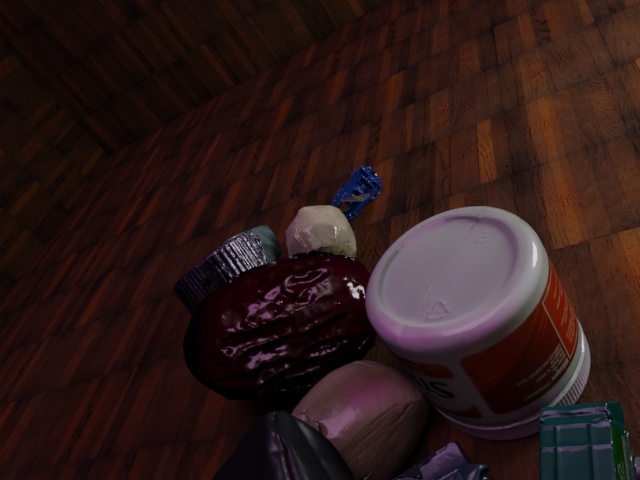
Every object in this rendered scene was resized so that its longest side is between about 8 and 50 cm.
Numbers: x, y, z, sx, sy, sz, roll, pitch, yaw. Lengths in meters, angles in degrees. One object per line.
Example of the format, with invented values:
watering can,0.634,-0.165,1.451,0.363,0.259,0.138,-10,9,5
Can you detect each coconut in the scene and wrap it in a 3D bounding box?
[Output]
coconut,-0.002,-0.002,1.265,0.161,0.161,0.162,-31,40,11

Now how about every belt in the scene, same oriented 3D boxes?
belt,-0.209,0.068,1.307,0.260,0.122,0.325,-36,-2,-8

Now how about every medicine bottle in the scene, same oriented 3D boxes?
medicine bottle,0.223,0.114,0.808,0.252,0.241,0.253,-27,33,19

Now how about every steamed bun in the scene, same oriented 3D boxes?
steamed bun,0.040,0.283,0.859,0.239,0.153,0.170,-49,34,-13

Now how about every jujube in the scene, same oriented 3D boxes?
jujube,-0.069,0.160,1.055,0.376,0.258,0.258,-16,36,12

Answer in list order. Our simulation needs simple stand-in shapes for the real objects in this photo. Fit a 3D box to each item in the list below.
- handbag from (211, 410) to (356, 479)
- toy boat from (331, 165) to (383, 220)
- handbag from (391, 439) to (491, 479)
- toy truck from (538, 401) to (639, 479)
handbag,-0.050,0.406,0.730,0.302,0.177,0.275,-55,31,20
toy boat,0.084,-0.105,1.374,0.175,0.091,0.110,-47,16,-6
handbag,0.165,0.379,0.701,0.179,0.062,0.229,-33,31,2
toy truck,0.299,0.293,0.618,0.114,0.124,0.253,-18,35,34
